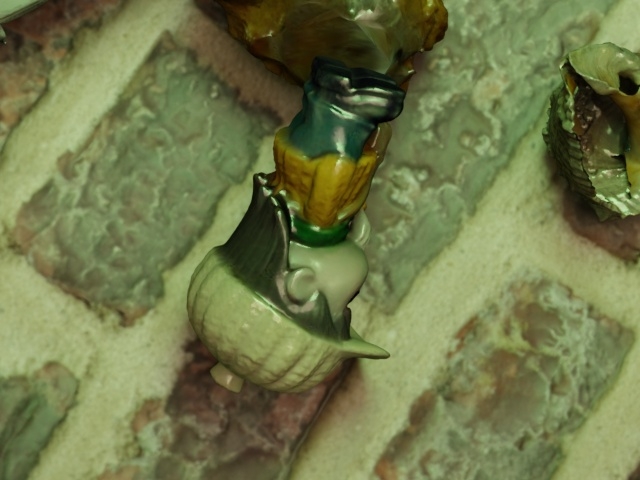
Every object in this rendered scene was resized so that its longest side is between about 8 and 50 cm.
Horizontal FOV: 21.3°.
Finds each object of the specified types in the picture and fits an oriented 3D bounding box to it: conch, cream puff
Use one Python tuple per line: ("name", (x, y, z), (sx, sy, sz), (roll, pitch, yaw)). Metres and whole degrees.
("conch", (0.303, -0.120, 1.762), (0.162, 0.245, 0.178), (-14, 64, 28))
("cream puff", (0.020, -0.246, 1.715), (0.241, 0.155, 0.269), (-21, 132, 9))

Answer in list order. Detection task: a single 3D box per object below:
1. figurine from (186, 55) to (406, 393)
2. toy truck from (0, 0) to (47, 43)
("figurine", (-0.028, -0.012, 1.665), (0.204, 0.185, 0.332), (1, 106, -3))
("toy truck", (-0.207, -0.347, 1.658), (0.387, 0.207, 0.173), (-29, 108, -4))
